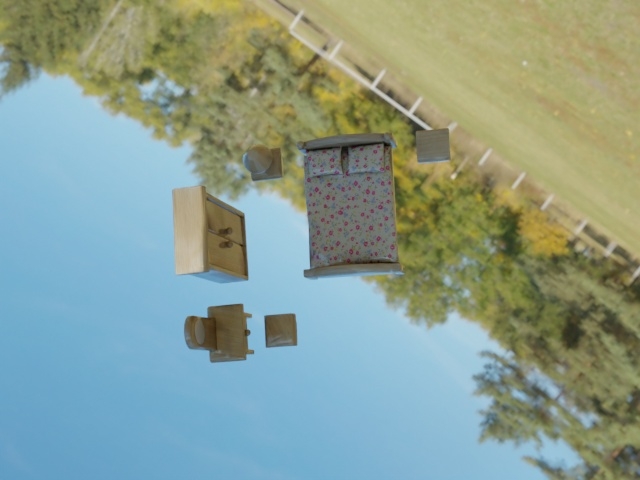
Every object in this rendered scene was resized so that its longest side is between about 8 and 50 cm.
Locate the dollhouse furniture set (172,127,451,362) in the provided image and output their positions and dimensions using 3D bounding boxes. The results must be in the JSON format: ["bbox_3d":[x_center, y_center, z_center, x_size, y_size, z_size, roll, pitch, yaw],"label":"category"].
[{"bbox_3d":[0.000,0.000,1.153,0.355,0.303,0.174,-6,171,14],"label":"dollhouse furniture set"}]
